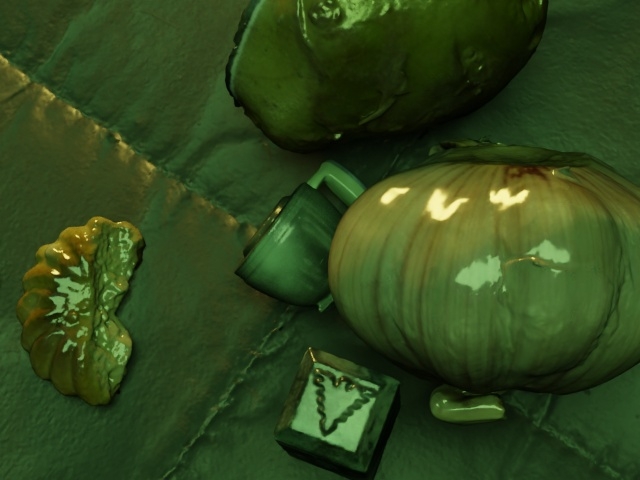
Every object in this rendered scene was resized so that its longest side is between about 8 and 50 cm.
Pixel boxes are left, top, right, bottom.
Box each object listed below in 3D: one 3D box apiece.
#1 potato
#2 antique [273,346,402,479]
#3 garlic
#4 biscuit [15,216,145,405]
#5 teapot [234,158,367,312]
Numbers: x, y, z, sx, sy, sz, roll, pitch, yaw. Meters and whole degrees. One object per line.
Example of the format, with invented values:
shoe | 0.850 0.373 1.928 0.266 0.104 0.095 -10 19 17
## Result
potato | 0.078 -0.188 1.319 0.300 0.246 0.196 -43 64 -13
antique | 0.017 0.158 1.276 0.088 0.183 0.086 19 79 8
garlic | 0.162 0.024 1.242 0.322 0.322 0.241 -24 104 -3
biscuit | -0.235 0.065 1.376 0.118 0.061 0.183 2 77 5
teapot | -0.007 0.008 1.370 0.108 0.149 0.111 39 120 -4
